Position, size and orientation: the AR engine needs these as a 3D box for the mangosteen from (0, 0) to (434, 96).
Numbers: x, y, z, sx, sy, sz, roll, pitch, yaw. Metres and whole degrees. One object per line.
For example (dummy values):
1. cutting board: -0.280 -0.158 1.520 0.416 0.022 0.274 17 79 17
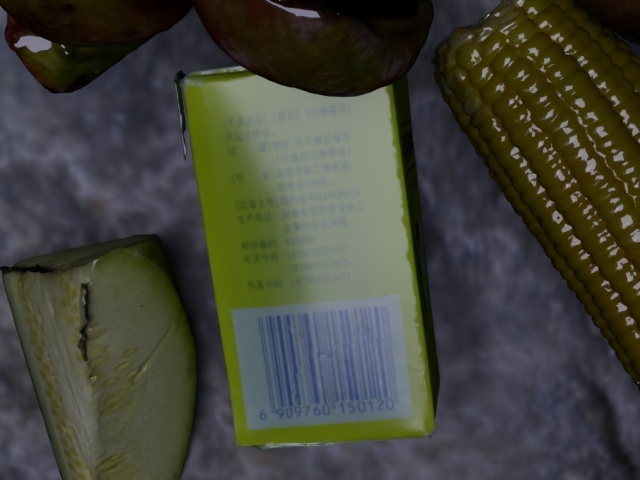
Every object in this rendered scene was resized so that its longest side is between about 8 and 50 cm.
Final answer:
1. mangosteen: -0.056 -0.275 0.581 0.382 0.382 0.435 18 96 7

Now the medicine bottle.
1. medicine bottle: 0.000 0.000 0.742 0.141 0.137 0.250 -5 99 12

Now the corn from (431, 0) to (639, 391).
1. corn: 0.200 -0.013 0.711 0.131 0.131 0.344 -37 91 14

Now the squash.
1. squash: -0.130 0.126 0.803 0.169 0.093 0.252 -5 101 56

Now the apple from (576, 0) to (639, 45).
1. apple: 0.222 -0.188 0.641 0.188 0.207 0.174 3 128 12
